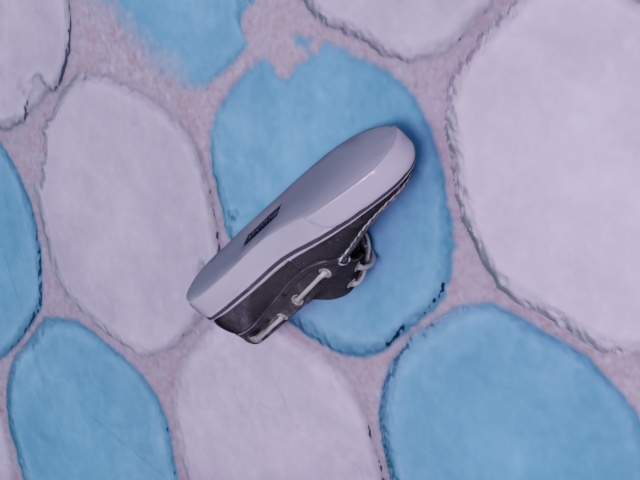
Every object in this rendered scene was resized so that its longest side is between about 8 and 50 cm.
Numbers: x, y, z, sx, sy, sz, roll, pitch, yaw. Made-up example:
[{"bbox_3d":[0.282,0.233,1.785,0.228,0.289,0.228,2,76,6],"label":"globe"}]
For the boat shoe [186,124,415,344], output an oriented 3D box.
[{"bbox_3d":[0.000,0.000,1.152,0.070,0.078,0.219,39,133,-15],"label":"boat shoe"}]
